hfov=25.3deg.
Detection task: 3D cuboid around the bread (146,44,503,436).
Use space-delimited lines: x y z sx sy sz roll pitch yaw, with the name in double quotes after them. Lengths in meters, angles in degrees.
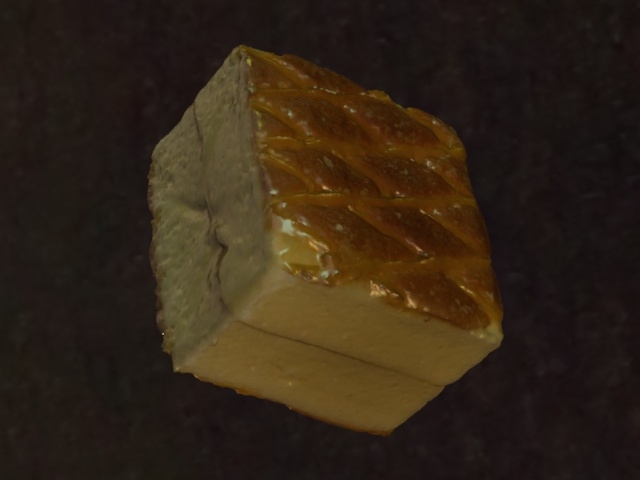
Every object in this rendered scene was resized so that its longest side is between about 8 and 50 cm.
0.000 0.000 1.332 0.207 0.279 0.279 -43 38 36 "bread"
